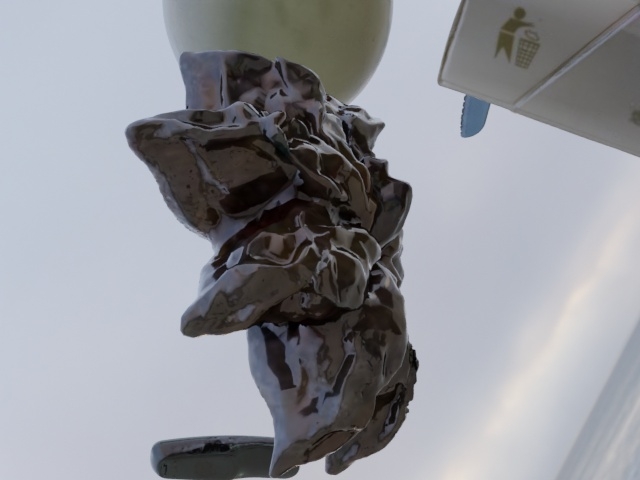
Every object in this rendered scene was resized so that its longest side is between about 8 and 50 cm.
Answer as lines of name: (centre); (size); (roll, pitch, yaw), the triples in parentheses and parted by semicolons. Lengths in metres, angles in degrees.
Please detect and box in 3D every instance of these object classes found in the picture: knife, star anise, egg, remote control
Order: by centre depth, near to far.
star anise: (0.000, -0.001, 0.517); (0.109, 0.236, 0.223); (-22, -18, 18)
egg: (-0.039, -0.219, 0.919); (0.219, 0.219, 0.269); (-55, -4, -20)
knife: (0.218, -0.240, 1.236); (0.019, 0.044, 0.313); (-54, -19, -37)
remote control: (-0.136, 0.319, 1.412); (0.042, 0.222, 0.072); (-103, 18, -54)

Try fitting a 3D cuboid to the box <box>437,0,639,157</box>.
box: (0.185, -0.081, 0.461); (0.155, 0.242, 0.067); (-62, -9, -64)
